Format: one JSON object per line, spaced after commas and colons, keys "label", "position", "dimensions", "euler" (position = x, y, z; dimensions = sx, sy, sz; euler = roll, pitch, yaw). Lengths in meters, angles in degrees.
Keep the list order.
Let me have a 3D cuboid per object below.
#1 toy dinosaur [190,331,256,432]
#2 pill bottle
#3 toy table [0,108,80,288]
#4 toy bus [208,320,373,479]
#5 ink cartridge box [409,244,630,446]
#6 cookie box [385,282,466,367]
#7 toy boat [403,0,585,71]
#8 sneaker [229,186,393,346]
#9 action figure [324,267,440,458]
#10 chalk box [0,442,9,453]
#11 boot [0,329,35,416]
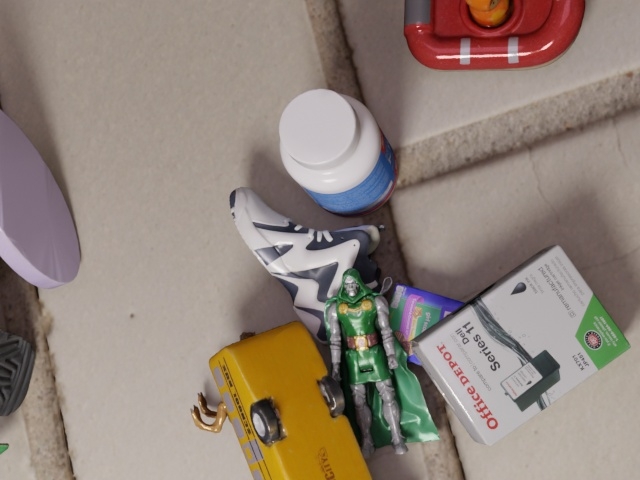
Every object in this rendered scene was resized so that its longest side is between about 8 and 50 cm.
{"label": "toy dinosaur", "position": [-0.100, 0.219, 1.526], "dimensions": [0.112, 0.064, 0.211], "euler": [-10, 77, 9]}
{"label": "pill bottle", "position": [0.020, -0.108, 1.481], "dimensions": [0.124, 0.221, 0.124], "euler": [-2, 79, 12]}
{"label": "toy table", "position": [-0.453, -0.039, 1.575], "dimensions": [0.161, 0.252, 0.274], "euler": [-17, 108, 18]}
{"label": "toy bus", "position": [-0.018, 0.269, 1.444], "dimensions": [0.108, 0.130, 0.333], "euler": [-18, 80, -27]}
{"label": "ink cartridge box", "position": [0.233, 0.125, 1.432], "dimensions": [0.208, 0.087, 0.153], "euler": [-35, 87, -4]}
{"label": "cookie box", "position": [0.135, 0.112, 1.506], "dimensions": [0.107, 0.040, 0.092], "euler": [16, 84, 14]}
{"label": "toy boat", "position": [0.213, -0.299, 1.512], "dimensions": [0.231, 0.151, 0.151], "euler": [0, 79, 12]}
{"label": "sneaker", "position": [0.000, 0.000, 1.532], "dimensions": [0.153, 0.094, 0.235], "euler": [-36, 74, 2]}
{"label": "action figure", "position": [0.056, 0.146, 1.468], "dimensions": [0.137, 0.063, 0.232], "euler": [-11, 97, 7]}
{"label": "chalk box", "position": [-0.536, 0.328, 1.539], "dimensions": [0.289, 0.180, 0.179], "euler": [-21, 75, 9]}
{"label": "boot", "position": [-0.634, 0.102, 1.515], "dimensions": [0.445, 0.367, 0.146], "euler": [13, 71, 14]}
